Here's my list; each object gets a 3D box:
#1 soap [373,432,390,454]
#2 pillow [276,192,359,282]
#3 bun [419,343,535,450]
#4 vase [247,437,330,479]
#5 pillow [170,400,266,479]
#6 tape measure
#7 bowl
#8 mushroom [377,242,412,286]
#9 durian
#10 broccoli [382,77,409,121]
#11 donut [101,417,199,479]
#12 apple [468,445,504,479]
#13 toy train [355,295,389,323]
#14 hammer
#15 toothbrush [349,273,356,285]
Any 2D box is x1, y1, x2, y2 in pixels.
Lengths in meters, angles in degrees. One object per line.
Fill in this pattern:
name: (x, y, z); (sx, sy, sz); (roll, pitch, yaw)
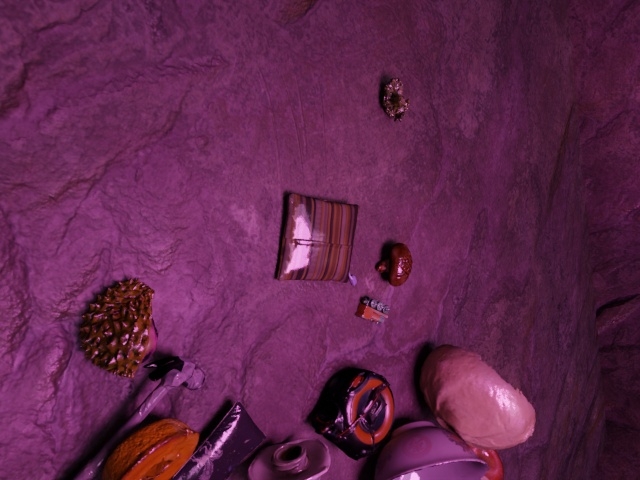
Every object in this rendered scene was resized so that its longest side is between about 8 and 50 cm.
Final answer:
soap: (0.180, 0.560, 1.250); (0.089, 0.033, 0.168); (-19, 107, -37)
pillow: (0.000, 0.000, 1.031); (0.212, 0.052, 0.208); (6, 92, -34)
bun: (0.452, 0.504, 1.289); (0.202, 0.364, 0.364); (-42, 120, -16)
vase: (-0.033, 0.689, 0.949); (0.250, 0.250, 0.444); (-14, 96, -38)
pillow: (-0.219, 0.463, 0.894); (0.208, 0.055, 0.141); (-43, 126, -28)
tape measure: (0.100, 0.450, 1.107); (0.202, 0.135, 0.222); (48, 59, -22)
bowl: (0.297, 0.641, 1.240); (0.346, 0.346, 0.157); (36, 28, -36)
mushroom: (0.224, 0.070, 1.206); (0.109, 0.085, 0.126); (-7, 103, -40)
durian: (-0.344, 0.159, 0.726); (0.119, 0.108, 0.186); (18, 83, -40)
broccoli: (0.210, -0.387, 1.151); (0.095, 0.092, 0.096); (29, 94, -25)
donut: (-0.310, 0.396, 0.764); (0.162, 0.065, 0.178); (-57, 155, 10)
apple: (0.519, 0.776, 1.451); (0.201, 0.201, 0.162); (-12, 146, -39)
toy train: (0.151, 0.200, 1.187); (0.103, 0.044, 0.064); (29, 79, -36)
hammer: (-0.381, 0.386, 0.742); (0.426, 0.044, 0.152); (-51, 153, -17)
toothbrush: (0.061, 0.039, 1.114); (0.019, 0.013, 0.193); (-40, 118, -37)
